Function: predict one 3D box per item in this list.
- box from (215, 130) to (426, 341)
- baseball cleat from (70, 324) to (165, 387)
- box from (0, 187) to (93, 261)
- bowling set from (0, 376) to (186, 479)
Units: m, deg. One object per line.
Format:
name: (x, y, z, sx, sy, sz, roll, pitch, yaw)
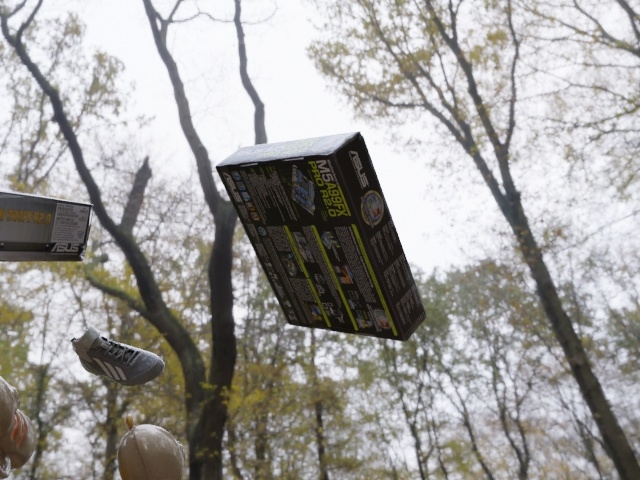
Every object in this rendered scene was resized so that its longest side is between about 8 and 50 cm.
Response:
box: (0.000, 0.000, 0.847, 0.216, 0.060, 0.269, 0, -58, 43)
baseball cleat: (-0.381, 0.209, 1.173, 0.206, 0.072, 0.109, -3, -51, 30)
box: (-0.321, -0.026, 0.494, 0.183, 0.056, 0.231, 11, 1, 15)
bowling set: (-0.110, 0.186, 0.401, 0.200, 0.286, 0.154, -18, -24, -22)
